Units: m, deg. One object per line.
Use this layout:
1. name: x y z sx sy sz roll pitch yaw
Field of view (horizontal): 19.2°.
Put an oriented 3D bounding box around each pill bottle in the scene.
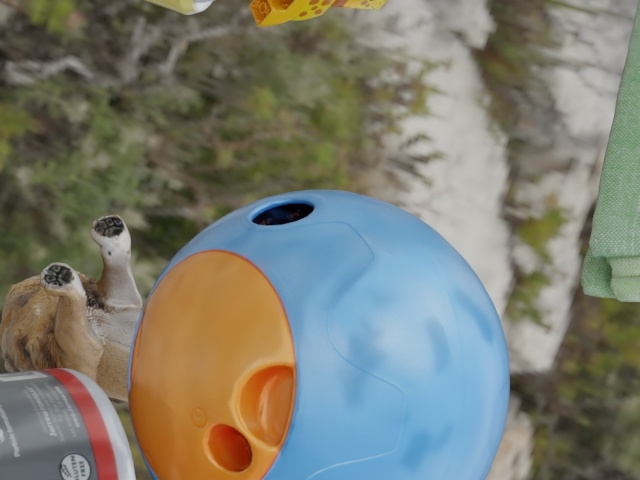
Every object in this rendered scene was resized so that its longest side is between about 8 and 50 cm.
1. pill bottle: -0.353 0.225 1.568 0.363 0.210 0.210 -5 112 -33

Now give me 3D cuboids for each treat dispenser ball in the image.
1. treat dispenser ball: -0.002 0.106 1.426 0.288 0.288 0.288 -25 126 -40

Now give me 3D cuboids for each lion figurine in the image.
1. lion figurine: -0.134 0.111 1.753 0.142 0.392 0.240 -53 160 -35

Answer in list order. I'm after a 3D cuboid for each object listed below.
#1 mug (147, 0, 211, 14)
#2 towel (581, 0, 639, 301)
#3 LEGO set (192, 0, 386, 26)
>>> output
1. mug: -0.123 -0.211 1.550 0.078 0.064 0.062 -47 157 -31
2. towel: 0.293 -0.053 0.823 0.038 0.324 0.248 76 26 -49
3. LEGO set: 0.015 -0.205 1.292 0.093 0.087 0.227 -1 152 -41
